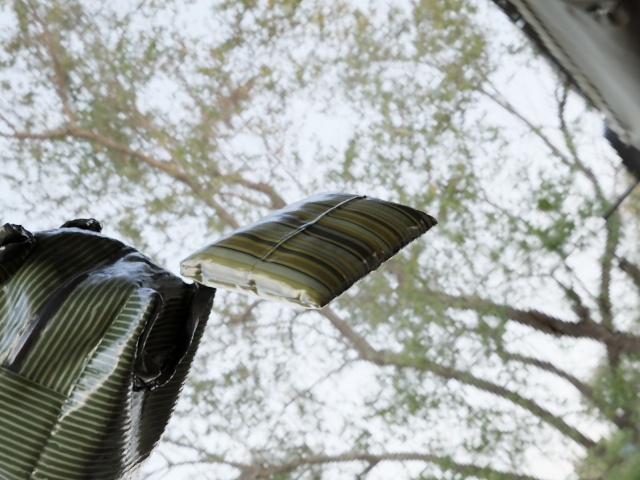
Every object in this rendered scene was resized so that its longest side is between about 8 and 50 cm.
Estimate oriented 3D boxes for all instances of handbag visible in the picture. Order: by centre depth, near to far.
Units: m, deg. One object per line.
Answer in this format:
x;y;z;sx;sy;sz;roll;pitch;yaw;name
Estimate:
-0.260;0.114;1.030;0.240;0.247;0.341;-60;-6;5;handbag

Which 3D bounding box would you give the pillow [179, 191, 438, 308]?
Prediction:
0.000;0.000;0.700;0.203;0.113;0.038;-32;-49;-58;pillow
